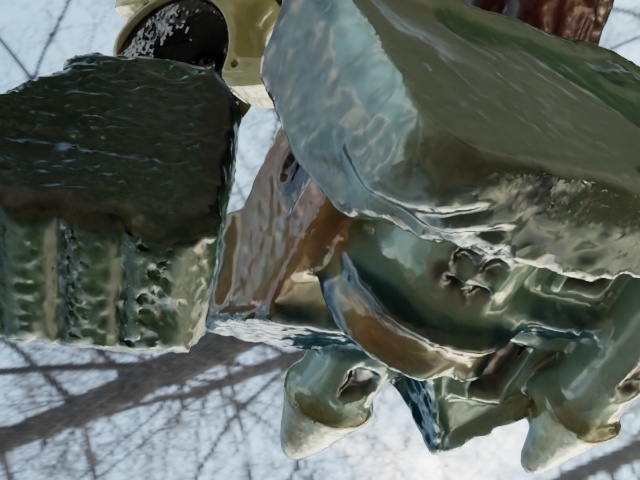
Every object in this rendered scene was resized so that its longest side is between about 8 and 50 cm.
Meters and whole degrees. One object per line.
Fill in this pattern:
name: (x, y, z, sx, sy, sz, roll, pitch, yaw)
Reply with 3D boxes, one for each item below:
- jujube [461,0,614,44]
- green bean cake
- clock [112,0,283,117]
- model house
jujube: (0.195, -0.226, 1.239, 0.183, 0.183, 0.243, 2, -78, -39)
green bean cake: (-0.231, -0.045, 1.165, 0.300, 0.169, 0.308, 8, -146, -3)
clock: (-0.068, -0.251, 1.507, 0.120, 0.379, 0.276, 37, -130, -60)
model house: (0.064, 0.046, 0.761, 0.267, 0.325, 0.194, 12, -145, -29)
